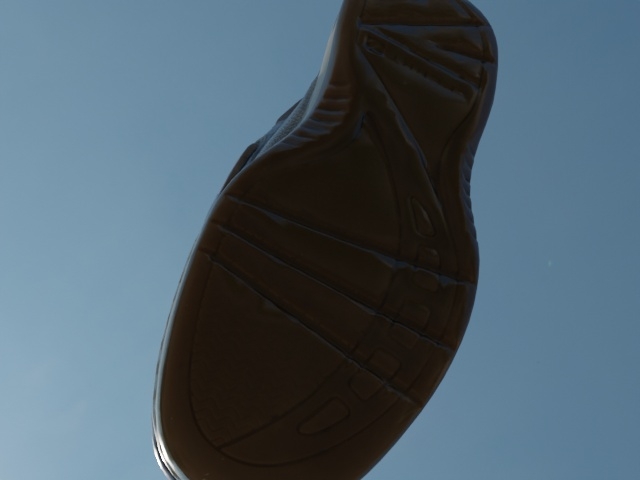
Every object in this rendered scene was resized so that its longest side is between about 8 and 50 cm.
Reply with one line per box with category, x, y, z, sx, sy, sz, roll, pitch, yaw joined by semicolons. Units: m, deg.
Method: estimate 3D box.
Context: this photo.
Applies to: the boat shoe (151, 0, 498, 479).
boat shoe;0.000;0.000;0.551;0.123;0.123;0.342;27;-133;-10
